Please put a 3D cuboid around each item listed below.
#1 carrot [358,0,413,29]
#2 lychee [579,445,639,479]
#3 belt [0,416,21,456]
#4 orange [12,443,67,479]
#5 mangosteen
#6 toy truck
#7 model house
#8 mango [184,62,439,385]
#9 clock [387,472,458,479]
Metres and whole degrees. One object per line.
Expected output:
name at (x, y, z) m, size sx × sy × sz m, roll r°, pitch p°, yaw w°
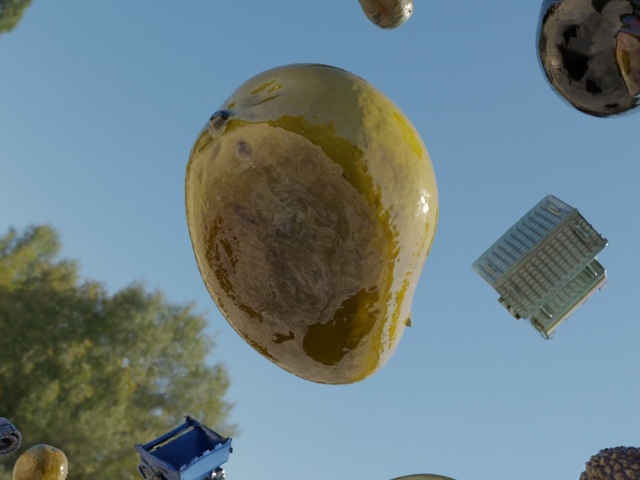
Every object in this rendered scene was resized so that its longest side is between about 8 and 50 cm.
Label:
carrot at (0.045, -0.430, 1.336) m, size 0.078 × 0.078 × 0.298 m, roll 18°, pitch -25°, yaw 47°
lychee at (0.559, 0.469, 1.600) m, size 0.238 × 0.200 × 0.200 m, roll 59°, pitch -18°, yaw 18°
belt at (-0.488, 0.280, 1.133) m, size 0.053 × 0.232 × 0.071 m, roll 5°, pitch -63°, yaw 51°
orange at (-0.468, 0.387, 1.529) m, size 0.085 × 0.095 × 0.085 m, roll 28°, pitch 0°, yaw 0°
mangosteen at (0.399, -0.260, 1.171) m, size 0.250 × 0.211 × 0.211 m, roll 11°, pitch -40°, yaw 49°
toy truck at (-0.227, 0.365, 1.447) m, size 0.126 × 0.113 × 0.208 m, roll 46°, pitch -48°, yaw 21°
model house at (0.451, 0.054, 1.860) m, size 0.198 × 0.224 × 0.215 m, roll 48°, pitch 1°, yaw 28°
mango at (0.000, 0.000, 1.115) m, size 0.220 × 0.302 × 0.444 m, roll -96°, pitch 171°, yaw -51°
clock at (0.125, 0.402, 1.114) m, size 0.235 × 0.235 × 0.029 m, roll 41°, pitch -9°, yaw 10°
